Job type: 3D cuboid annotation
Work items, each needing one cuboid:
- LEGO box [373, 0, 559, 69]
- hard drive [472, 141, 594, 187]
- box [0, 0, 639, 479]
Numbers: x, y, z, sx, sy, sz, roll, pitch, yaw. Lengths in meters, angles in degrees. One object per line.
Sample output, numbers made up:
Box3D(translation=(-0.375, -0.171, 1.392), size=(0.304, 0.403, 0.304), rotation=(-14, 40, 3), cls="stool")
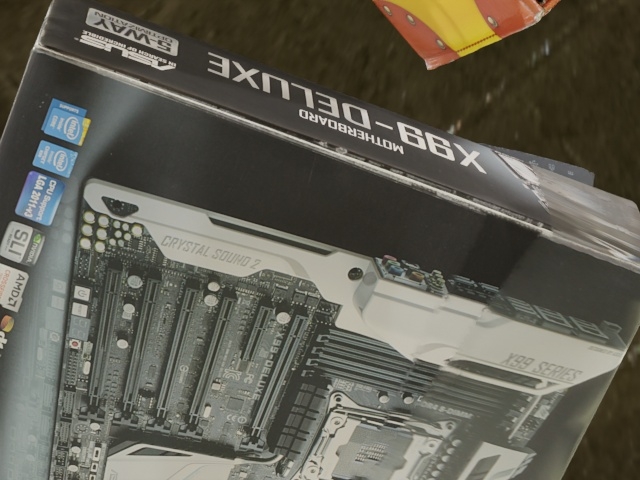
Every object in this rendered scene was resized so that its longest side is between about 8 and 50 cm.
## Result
Box3D(translation=(0.067, -0.418, 1.183), size=(0.372, 0.193, 0.500), rotation=(-42, 98, -16), cls="LEGO box")
Box3D(translation=(0.000, 0.000, 0.954), size=(0.172, 0.255, 0.054), rotation=(-26, 67, 41), cls="hard drive")
Box3D(translation=(-0.042, 0.087, 0.777), size=(0.242, 0.076, 0.307), rotation=(20, 112, -10), cls="box")
